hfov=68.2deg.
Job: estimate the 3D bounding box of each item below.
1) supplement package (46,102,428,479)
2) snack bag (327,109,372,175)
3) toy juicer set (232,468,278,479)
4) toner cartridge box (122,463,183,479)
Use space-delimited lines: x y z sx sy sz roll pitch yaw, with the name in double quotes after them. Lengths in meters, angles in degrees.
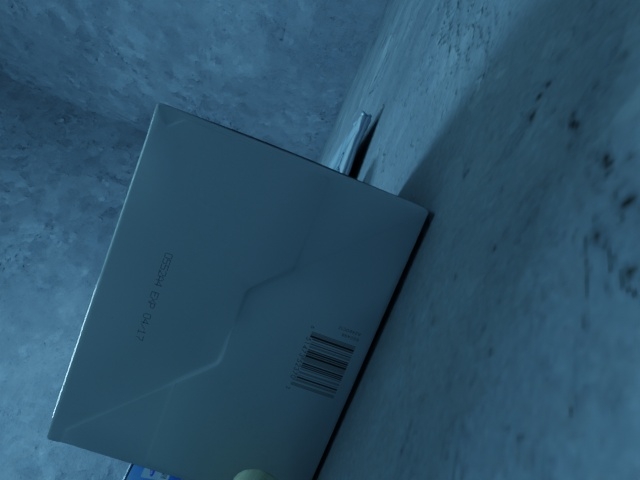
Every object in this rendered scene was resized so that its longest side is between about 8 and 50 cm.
-0.065 0.050 0.408 0.145 0.204 0.261 -105 36 -79 "supplement package"
0.007 -0.055 0.959 0.323 0.037 0.342 144 147 -78 "snack bag"
-0.046 0.233 0.223 0.209 0.090 0.328 -56 -14 -49 "toy juicer set"
-0.156 0.358 0.448 0.165 0.075 0.347 -84 5 -65 "toner cartridge box"
